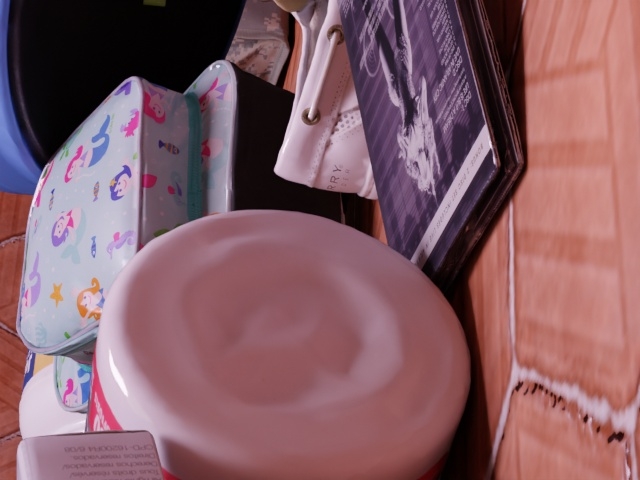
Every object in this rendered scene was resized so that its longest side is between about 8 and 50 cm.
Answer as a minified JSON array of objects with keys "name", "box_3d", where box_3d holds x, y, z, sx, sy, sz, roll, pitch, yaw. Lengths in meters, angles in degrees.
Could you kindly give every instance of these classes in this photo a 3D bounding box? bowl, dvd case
[{"name":"bowl","box_3d":[-0.159,-0.214,1.213,0.391,0.077,0.391,-52,-27,-41]},{"name":"dvd case","box_3d":[0.049,-0.091,0.808,0.164,0.018,0.221,113,151,-59]}]

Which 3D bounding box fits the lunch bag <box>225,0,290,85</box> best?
[{"name":"lunch bag","box_3d":[-0.130,-0.229,1.792,0.287,0.169,0.235,115,160,-53]}]

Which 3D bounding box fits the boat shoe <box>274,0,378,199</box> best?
[{"name":"boat shoe","box_3d":[0.014,-0.163,0.976,0.098,0.096,0.277,120,155,-70]}]

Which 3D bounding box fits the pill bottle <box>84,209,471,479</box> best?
[{"name":"pill bottle","box_3d":[-0.042,0.154,0.830,0.176,0.176,0.318,-93,12,-48]}]

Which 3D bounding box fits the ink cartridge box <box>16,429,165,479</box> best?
[{"name":"ink cartridge box","box_3d":[-0.073,0.299,0.619,0.330,0.071,0.324,-116,28,-54]}]

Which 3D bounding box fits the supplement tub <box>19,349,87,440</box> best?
[{"name":"supplement tub","box_3d":[-0.137,0.091,1.376,0.228,0.228,0.316,108,166,-56]}]

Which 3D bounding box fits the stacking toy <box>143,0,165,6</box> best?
[{"name":"stacking toy","box_3d":[-0.033,-0.238,1.119,0.221,0.167,0.052,106,167,-45]}]

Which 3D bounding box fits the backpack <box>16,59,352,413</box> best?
[{"name":"backpack","box_3d":[-0.106,0.018,1.130,0.253,0.191,0.225,-40,43,50]}]
